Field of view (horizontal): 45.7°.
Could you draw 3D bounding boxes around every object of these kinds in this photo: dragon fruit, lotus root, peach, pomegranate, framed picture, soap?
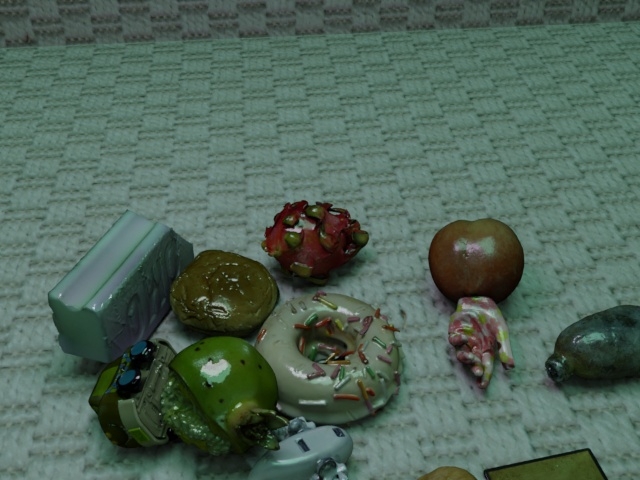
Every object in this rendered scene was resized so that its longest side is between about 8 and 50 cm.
[{"bbox_3d":[-0.010,-0.014,2.102,0.227,0.243,0.307,-15,24,50],"label":"dragon fruit"},{"bbox_3d":[0.699,0.249,1.837,0.349,0.175,0.175,-11,41,-14],"label":"lotus root"},{"bbox_3d":[0.412,0.062,2.011,0.252,0.252,0.252,0,39,0],"label":"peach"},{"bbox_3d":[-0.194,0.344,1.624,0.260,0.261,0.340,-32,34,-33],"label":"pomegranate"},{"bbox_3d":[0.512,0.585,1.542,0.255,0.014,0.339,-8,40,-9],"label":"framed picture"},{"bbox_3d":[-0.485,0.109,1.928,0.156,0.261,0.446,11,39,14],"label":"soap"}]

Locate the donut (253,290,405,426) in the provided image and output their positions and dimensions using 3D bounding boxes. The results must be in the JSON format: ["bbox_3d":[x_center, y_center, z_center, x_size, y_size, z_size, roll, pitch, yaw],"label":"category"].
[{"bbox_3d":[0.015,0.272,1.826,0.382,0.142,0.383,-1,41,1],"label":"donut"}]

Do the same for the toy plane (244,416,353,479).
[{"bbox_3d":[-0.041,0.472,1.609,0.244,0.118,0.245,-2,29,1],"label":"toy plane"}]

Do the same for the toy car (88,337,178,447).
[{"bbox_3d":[-0.428,0.354,1.722,0.198,0.204,0.248,-16,35,19],"label":"toy car"}]

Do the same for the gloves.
[{"bbox_3d":[0.389,0.256,1.869,0.145,0.126,0.241,15,61,-13],"label":"gloves"}]

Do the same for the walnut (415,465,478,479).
[{"bbox_3d":[0.236,0.542,1.453,0.195,0.195,0.221,27,47,29],"label":"walnut"}]

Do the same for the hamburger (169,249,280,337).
[{"bbox_3d":[-0.252,0.136,1.997,0.265,0.134,0.285,10,43,16],"label":"hamburger"}]
